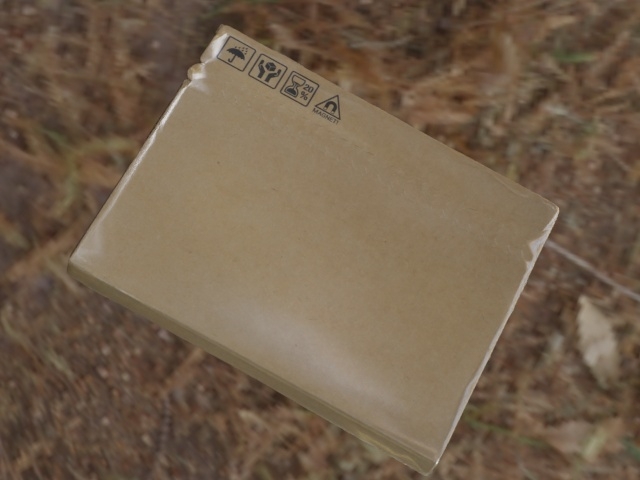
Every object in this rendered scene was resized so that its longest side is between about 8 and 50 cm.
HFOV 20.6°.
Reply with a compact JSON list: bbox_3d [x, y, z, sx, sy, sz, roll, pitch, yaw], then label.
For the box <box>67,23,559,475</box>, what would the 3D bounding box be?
[{"bbox_3d":[0.000,0.000,0.871,0.201,0.021,0.164,29,61,1],"label":"box"}]
